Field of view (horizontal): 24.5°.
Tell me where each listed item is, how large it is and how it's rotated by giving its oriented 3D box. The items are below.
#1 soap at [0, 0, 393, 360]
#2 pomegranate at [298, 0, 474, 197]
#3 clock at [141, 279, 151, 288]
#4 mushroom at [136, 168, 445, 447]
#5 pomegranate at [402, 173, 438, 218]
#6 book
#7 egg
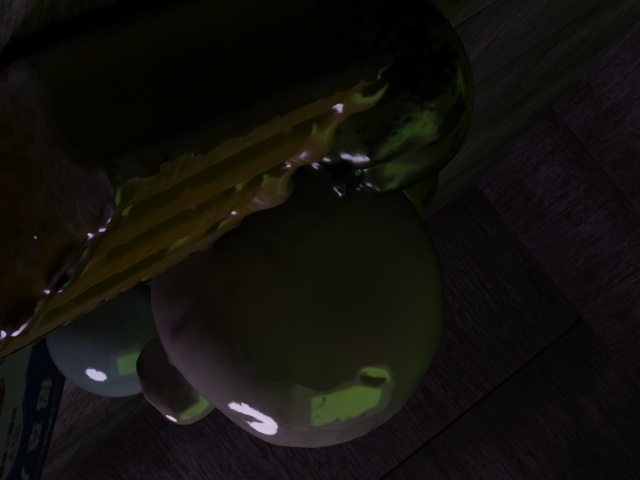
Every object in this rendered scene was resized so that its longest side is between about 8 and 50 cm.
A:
[{"bbox_3d":[-0.144,-0.063,1.191,0.335,0.156,0.293,-31,174,-45],"label":"soap"},{"bbox_3d":[0.068,-0.168,1.386,0.276,0.204,0.222,-39,160,-18],"label":"pomegranate"},{"bbox_3d":[-0.211,0.081,2.014,0.324,0.109,0.265,-39,174,12],"label":"clock"},{"bbox_3d":[-0.049,0.069,1.498,0.356,0.315,0.315,-33,174,3],"label":"mushroom"},{"bbox_3d":[0.030,-0.099,1.837,0.246,0.198,0.198,18,142,-24],"label":"pomegranate"},{"bbox_3d":[-0.395,0.241,1.717,0.428,0.039,0.300,11,93,-82],"label":"book"},{"bbox_3d":[-0.254,0.117,1.806,0.149,0.149,0.192,-39,146,7],"label":"egg"}]
